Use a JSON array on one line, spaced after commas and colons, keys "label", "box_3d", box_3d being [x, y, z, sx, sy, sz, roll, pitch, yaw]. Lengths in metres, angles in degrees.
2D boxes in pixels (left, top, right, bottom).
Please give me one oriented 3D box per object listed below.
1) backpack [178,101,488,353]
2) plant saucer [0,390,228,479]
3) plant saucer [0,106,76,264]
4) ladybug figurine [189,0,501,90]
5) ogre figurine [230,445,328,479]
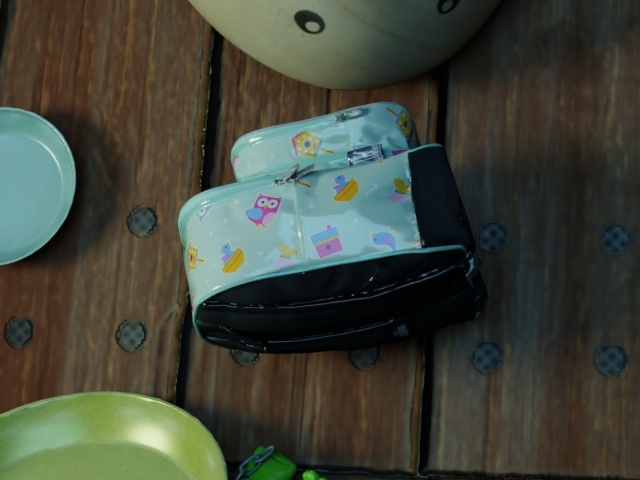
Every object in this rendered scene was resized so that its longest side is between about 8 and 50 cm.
[{"label": "backpack", "box_3d": [0.000, 0.000, 1.257, 0.188, 0.166, 0.144, -18, 71, 3]}, {"label": "plant saucer", "box_3d": [-0.173, 0.191, 1.252, 0.241, 0.037, 0.241, -10, 35, 7]}, {"label": "plant saucer", "box_3d": [-0.230, -0.037, 1.388, 0.119, 0.021, 0.119, -3, 74, 10]}, {"label": "ladybug figurine", "box_3d": [0.001, -0.328, 1.302, 0.305, 0.162, 0.449, -14, 87, -4]}, {"label": "ogre figurine", "box_3d": [-0.010, 0.235, 1.238, 0.118, 0.097, 0.197, -37, 86, -19]}]
